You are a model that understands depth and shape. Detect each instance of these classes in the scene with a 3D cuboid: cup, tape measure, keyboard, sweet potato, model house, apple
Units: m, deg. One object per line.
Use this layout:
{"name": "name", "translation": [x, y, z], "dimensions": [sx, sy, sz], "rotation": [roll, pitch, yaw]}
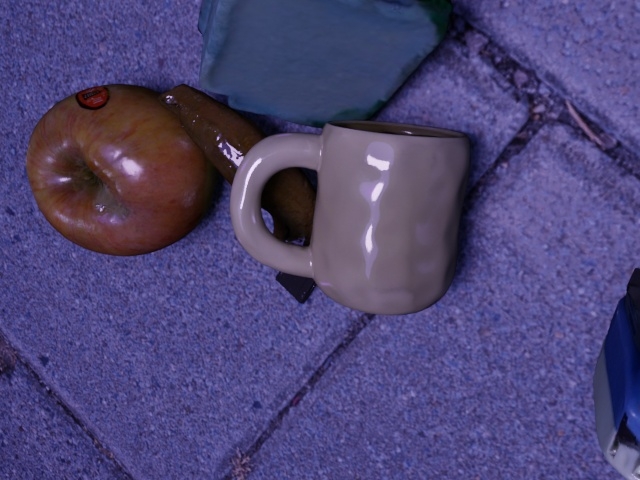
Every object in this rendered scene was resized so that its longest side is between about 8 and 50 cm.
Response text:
{"name": "cup", "translation": [0.041, -0.028, 0.708], "dimensions": [0.173, 0.255, 0.202], "rotation": [31, 120, 57]}
{"name": "tape measure", "translation": [0.389, 0.164, 0.580], "dimensions": [0.262, 0.259, 0.138], "rotation": [23, 113, 15]}
{"name": "keyboard", "translation": [0.000, 0.000, 0.866], "dimensions": [0.060, 0.018, 0.195], "rotation": [42, 118, 20]}
{"name": "sweet potato", "translation": [-0.093, -0.086, 0.796], "dimensions": [0.286, 0.085, 0.112], "rotation": [43, 131, -15]}
{"name": "model house", "translation": [-0.008, -0.303, 0.695], "dimensions": [0.280, 0.230, 0.248], "rotation": [144, 133, -65]}
{"name": "apple", "translation": [-0.273, -0.097, 0.877], "dimensions": [0.261, 0.194, 0.260], "rotation": [8, 109, 23]}
